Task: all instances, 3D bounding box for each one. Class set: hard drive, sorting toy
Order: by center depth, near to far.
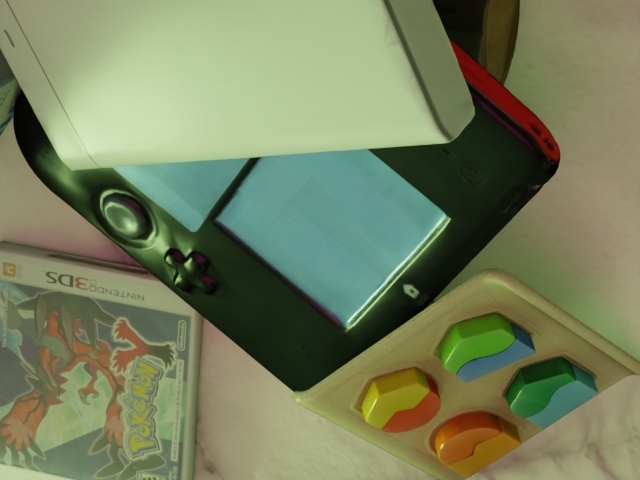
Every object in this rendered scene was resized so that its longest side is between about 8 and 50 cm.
[{"bbox_3d":[-0.088,-0.160,1.326,0.353,0.047,0.233,-2,123,40],"label":"hard drive"},{"bbox_3d":[0.114,0.113,1.502,0.208,0.038,0.193,-32,137,26],"label":"sorting toy"}]

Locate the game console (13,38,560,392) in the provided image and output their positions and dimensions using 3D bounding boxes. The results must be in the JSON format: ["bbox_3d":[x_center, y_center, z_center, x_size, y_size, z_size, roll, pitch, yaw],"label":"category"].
[{"bbox_3d":[-0.045,-0.070,1.444,0.342,0.060,0.386,43,141,3],"label":"game console"}]

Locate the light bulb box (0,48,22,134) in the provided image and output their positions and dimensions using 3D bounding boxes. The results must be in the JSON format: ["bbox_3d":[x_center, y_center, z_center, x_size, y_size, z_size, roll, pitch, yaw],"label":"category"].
[{"bbox_3d":[-0.450,-0.126,1.466,0.358,0.361,0.225,39,114,0],"label":"light bulb box"}]

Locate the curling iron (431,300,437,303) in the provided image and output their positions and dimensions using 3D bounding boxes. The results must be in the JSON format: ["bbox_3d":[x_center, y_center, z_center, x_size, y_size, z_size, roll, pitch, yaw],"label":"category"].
[{"bbox_3d":[0.000,0.000,1.555,0.274,0.035,0.068,46,111,-4],"label":"curling iron"}]

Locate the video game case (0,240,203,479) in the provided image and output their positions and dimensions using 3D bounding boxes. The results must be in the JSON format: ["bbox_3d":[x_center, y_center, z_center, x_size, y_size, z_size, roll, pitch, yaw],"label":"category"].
[{"bbox_3d":[-0.190,0.111,1.660,0.183,0.023,0.201,10,112,13],"label":"video game case"}]

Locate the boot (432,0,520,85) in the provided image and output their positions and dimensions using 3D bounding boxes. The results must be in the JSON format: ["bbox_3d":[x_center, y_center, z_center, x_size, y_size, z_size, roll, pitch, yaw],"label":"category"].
[{"bbox_3d":[0.102,-0.209,1.405,0.112,0.115,0.305,16,115,19],"label":"boot"}]
